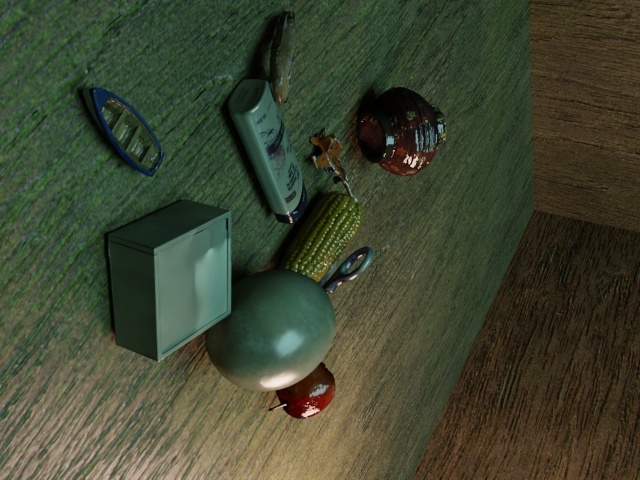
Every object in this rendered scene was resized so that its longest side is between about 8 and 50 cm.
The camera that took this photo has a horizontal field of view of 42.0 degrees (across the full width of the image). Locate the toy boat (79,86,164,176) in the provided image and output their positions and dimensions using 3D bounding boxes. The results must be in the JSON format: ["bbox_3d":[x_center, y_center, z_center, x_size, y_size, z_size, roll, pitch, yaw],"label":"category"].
[{"bbox_3d":[-0.336,-0.189,1.406,0.080,0.045,0.229,-66,152,-18],"label":"toy boat"}]

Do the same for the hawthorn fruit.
[{"bbox_3d":[-0.054,0.388,2.148,0.194,0.157,0.157,-34,135,-29],"label":"hawthorn fruit"}]

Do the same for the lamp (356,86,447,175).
[{"bbox_3d":[0.224,-0.294,2.251,0.247,0.246,0.247,-38,135,-51],"label":"lamp"}]

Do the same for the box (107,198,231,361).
[{"bbox_3d":[-0.281,0.068,1.564,0.225,0.117,0.225,-33,131,-53],"label":"box"}]

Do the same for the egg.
[{"bbox_3d":[-0.104,0.191,1.808,0.352,0.258,0.259,-27,127,-69],"label":"egg"}]

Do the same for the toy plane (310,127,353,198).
[{"bbox_3d":[0.030,-0.186,2.078,0.135,0.062,0.188,-44,121,-47],"label":"toy plane"}]

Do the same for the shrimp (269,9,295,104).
[{"bbox_3d":[-0.076,-0.389,1.771,0.126,0.047,0.224,75,20,-65],"label":"shrimp"}]

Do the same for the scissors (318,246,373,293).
[{"bbox_3d":[-0.026,0.162,2.063,0.029,0.256,0.384,43,72,-22],"label":"scissors"}]

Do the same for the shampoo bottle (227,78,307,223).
[{"bbox_3d":[-0.104,-0.194,1.825,0.360,0.078,0.134,69,32,-49],"label":"shampoo bottle"}]

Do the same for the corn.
[{"bbox_3d":[0.000,0.000,2.069,0.347,0.130,0.130,-53,146,-34],"label":"corn"}]
